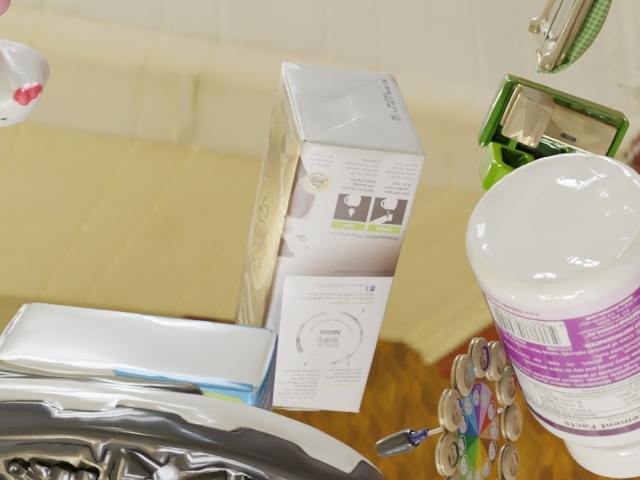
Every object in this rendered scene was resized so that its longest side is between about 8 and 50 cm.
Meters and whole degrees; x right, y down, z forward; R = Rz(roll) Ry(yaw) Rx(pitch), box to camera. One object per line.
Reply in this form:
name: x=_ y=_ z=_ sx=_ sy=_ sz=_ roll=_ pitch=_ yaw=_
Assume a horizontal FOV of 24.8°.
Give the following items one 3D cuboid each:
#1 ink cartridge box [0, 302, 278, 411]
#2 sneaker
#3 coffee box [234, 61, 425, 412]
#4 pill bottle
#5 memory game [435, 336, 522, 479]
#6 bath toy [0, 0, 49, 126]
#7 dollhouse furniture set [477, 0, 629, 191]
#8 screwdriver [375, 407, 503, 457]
ink cartridge box: x=-0.102 y=0.140 z=0.781 sx=0.082 sy=0.140 sz=0.190 roll=-76 pitch=-9 yaw=-70
sneaker: x=-0.091 y=0.050 z=0.380 sx=0.097 sy=0.235 sz=0.084 roll=-79 pitch=-3 yaw=-63
coffee box: x=0.000 y=0.000 z=1.408 sx=0.168 sy=0.119 sz=0.297 roll=-104 pitch=23 yaw=-57
pill bottle: x=0.248 y=0.079 z=1.314 sx=0.169 sy=0.169 sz=0.301 roll=-107 pitch=-7 yaw=-48
memory game: x=0.145 y=0.178 z=1.302 sx=0.012 sy=0.186 sz=0.186 roll=0 pitch=81 yaw=29
bath toy: x=-0.397 y=-0.270 z=1.565 sx=0.129 sy=0.151 sz=0.348 roll=34 pitch=150 yaw=57
dollhouse furniture set: x=0.299 y=-0.186 z=1.576 sx=0.197 sy=0.151 sz=0.301 roll=-80 pitch=12 yaw=-68
screwdriver: x=0.118 y=0.189 z=1.473 sx=0.170 sy=0.024 sz=0.025 roll=-32 pitch=85 yaw=41
